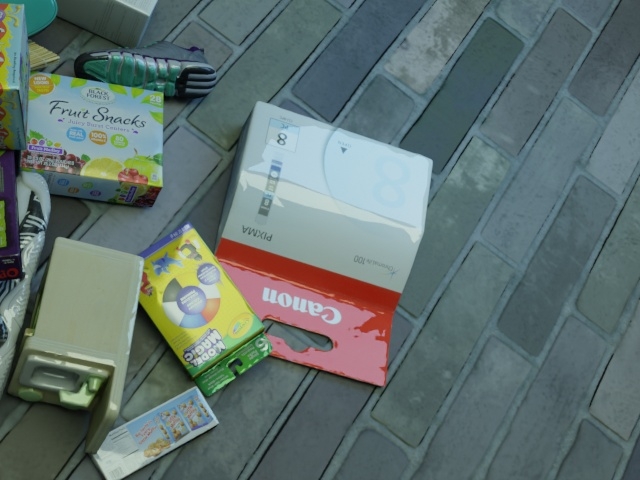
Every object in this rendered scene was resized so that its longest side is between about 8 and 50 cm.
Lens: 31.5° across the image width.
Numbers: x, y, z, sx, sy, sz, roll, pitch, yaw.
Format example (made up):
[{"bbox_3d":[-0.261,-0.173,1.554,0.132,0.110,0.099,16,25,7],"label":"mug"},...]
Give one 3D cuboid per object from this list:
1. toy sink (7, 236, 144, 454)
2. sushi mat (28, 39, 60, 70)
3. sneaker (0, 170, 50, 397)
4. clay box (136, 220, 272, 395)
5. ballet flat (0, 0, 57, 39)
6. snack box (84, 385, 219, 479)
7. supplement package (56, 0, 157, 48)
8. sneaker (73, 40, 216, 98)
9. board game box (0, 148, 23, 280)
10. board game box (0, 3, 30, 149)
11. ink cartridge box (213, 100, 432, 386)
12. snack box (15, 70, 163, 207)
[{"bbox_3d":[-0.326,0.140,1.486,0.131,0.153,0.234,14,56,-16],"label":"toy sink"},{"bbox_3d":[-0.551,-0.241,1.630,0.317,0.019,0.151,-25,44,-31],"label":"sushi mat"},{"bbox_3d":[-0.485,0.046,1.486,0.210,0.137,0.365,15,58,-14],"label":"sneaker"},{"bbox_3d":[-0.176,0.099,1.622,0.127,0.053,0.222,-35,80,-13],"label":"clay box"},{"bbox_3d":[-0.525,-0.316,1.644,0.280,0.096,0.095,-24,115,-29],"label":"ballet flat"},{"bbox_3d":[-0.229,0.267,1.553,0.178,0.022,0.064,-26,75,-31],"label":"snack box"},{"bbox_3d":[-0.346,-0.399,1.787,0.179,0.105,0.105,24,59,-11],"label":"supplement package"},{"bbox_3d":[-0.281,-0.275,1.785,0.224,0.083,0.098,3,41,-24],"label":"sneaker"},{"bbox_3d":[-0.503,-0.067,1.483,0.208,0.056,0.346,-4,42,-14],"label":"board game box"},{"bbox_3d":[-0.523,-0.215,1.467,0.275,0.142,0.144,0,61,-11],"label":"board game box"},{"bbox_3d":[0.000,0.000,1.744,0.308,0.091,0.384,18,58,-14],"label":"ink cartridge box"},{"bbox_3d":[-0.341,-0.151,1.684,0.207,0.070,0.174,9,59,-20],"label":"snack box"}]
